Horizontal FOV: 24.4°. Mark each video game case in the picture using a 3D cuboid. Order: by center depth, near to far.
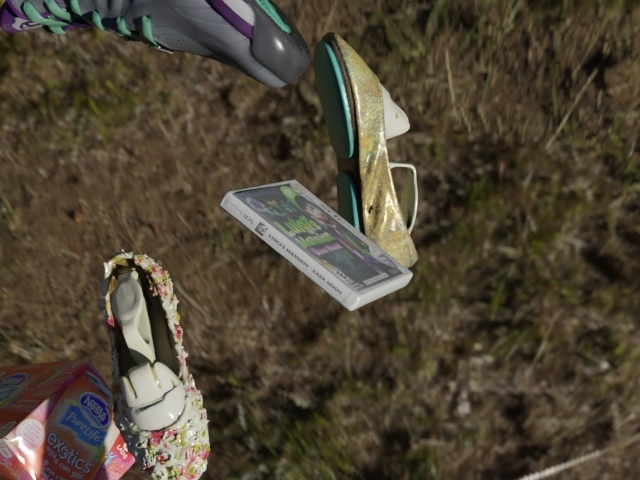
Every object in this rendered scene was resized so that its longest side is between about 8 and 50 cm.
[{"bbox_3d":[0.000,0.000,1.534,0.173,0.190,0.022,38,107,12],"label":"video game case"}]

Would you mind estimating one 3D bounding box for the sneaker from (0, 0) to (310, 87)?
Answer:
[{"bbox_3d":[-0.105,-0.125,0.760,0.224,0.083,0.098,40,97,23],"label":"sneaker"}]

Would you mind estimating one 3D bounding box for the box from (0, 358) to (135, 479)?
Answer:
[{"bbox_3d":[-0.374,0.248,1.802,0.154,0.300,0.142,-46,114,-38],"label":"box"}]

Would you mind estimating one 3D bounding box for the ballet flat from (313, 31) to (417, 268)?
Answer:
[{"bbox_3d":[0.068,-0.111,1.952,0.123,0.123,0.348,-8,107,2],"label":"ballet flat"}]

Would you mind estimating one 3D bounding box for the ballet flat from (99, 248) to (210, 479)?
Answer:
[{"bbox_3d":[-0.164,0.112,1.367,0.091,0.077,0.241,-21,60,2],"label":"ballet flat"}]
